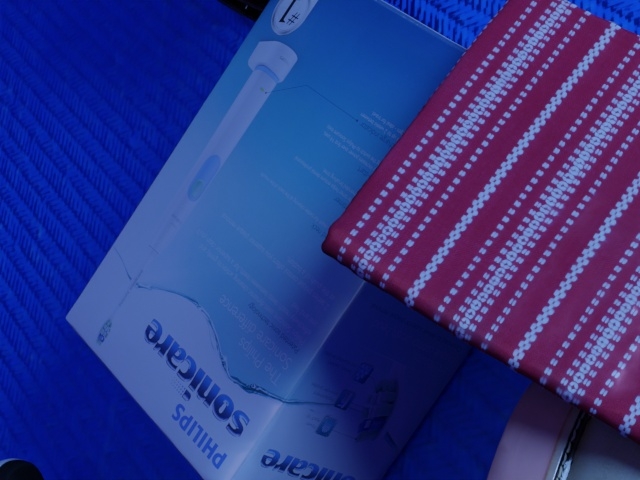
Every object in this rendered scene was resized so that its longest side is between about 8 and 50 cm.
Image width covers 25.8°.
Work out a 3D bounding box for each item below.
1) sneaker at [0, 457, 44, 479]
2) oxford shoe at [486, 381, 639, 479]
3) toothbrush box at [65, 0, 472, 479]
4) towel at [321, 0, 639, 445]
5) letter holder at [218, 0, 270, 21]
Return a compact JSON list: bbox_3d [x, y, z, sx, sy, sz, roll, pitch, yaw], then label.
[{"bbox_3d":[-0.177,0.251,0.976,0.121,0.079,0.217,-20,66,31],"label":"sneaker"},{"bbox_3d":[0.132,0.253,0.647,0.146,0.140,0.397,2,73,37],"label":"oxford shoe"},{"bbox_3d":[0.000,0.000,0.892,0.216,0.126,0.295,38,96,44],"label":"toothbrush box"},{"bbox_3d":[0.165,-0.001,0.692,0.275,0.031,0.199,31,70,20],"label":"towel"},{"bbox_3d":[0.018,-0.301,0.995,0.214,0.152,0.302,32,93,48],"label":"letter holder"}]
